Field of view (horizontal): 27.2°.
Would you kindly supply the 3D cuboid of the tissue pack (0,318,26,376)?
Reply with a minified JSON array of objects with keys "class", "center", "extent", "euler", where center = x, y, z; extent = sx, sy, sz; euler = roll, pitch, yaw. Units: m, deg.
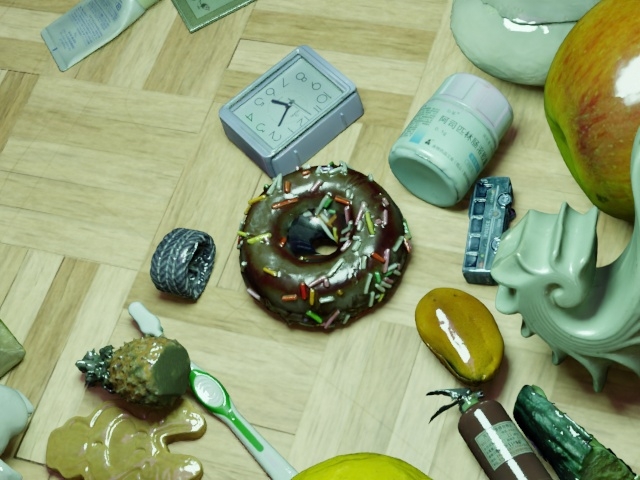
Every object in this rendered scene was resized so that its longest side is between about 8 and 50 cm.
[{"class":"tissue pack","center":[-0.615,0.120,1.998],"extent":[0.200,0.167,0.275],"euler":[-40,58,-14]}]

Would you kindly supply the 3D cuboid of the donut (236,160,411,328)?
[{"class":"donut","center":[0.000,0.000,1.963],"extent":[0.270,0.103,0.269],"euler":[-5,58,8]}]

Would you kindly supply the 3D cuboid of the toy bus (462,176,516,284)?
[{"class":"toy bus","center":[0.247,-0.016,1.945],"extent":[0.065,0.047,0.166],"euler":[1,60,19]}]

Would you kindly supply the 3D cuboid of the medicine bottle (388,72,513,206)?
[{"class":"medicine bottle","center":[0.197,-0.153,1.990],"extent":[0.135,0.135,0.168],"euler":[26,67,26]}]

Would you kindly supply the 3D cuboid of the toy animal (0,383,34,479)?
[{"class":"toy animal","center":[-0.516,0.340,1.852],"extent":[0.208,0.154,0.325],"euler":[20,70,30]}]

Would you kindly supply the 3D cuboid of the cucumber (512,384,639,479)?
[{"class":"cucumber","center":[0.327,0.273,1.722],"extent":[0.086,0.115,0.193],"euler":[-47,54,10]}]

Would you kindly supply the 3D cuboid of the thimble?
[{"class":"thimble","center":[-0.207,0.031,1.997],"extent":[0.066,0.095,0.104],"euler":[12,77,22]}]

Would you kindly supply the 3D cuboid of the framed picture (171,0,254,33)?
[{"class":"framed picture","center":[-0.199,-0.479,2.354],"extent":[0.173,0.010,0.231],"euler":[-29,57,-4]}]

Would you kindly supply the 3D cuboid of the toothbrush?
[{"class":"toothbrush","center":[-0.151,0.225,1.897],"extent":[0.042,0.040,0.418],"euler":[-41,59,-9]}]

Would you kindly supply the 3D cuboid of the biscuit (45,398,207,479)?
[{"class":"biscuit","center":[-0.279,0.294,1.894],"extent":[0.236,0.040,0.144],"euler":[-3,53,9]}]

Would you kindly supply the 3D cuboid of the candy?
[{"class":"candy","center":[0.342,-0.348,2.044],"extent":[0.295,0.185,0.295],"euler":[-2,44,2]}]

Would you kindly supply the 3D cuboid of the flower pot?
[{"class":"flower pot","center":[0.407,0.017,1.685],"extent":[0.367,0.254,0.164],"euler":[-42,12,32]}]

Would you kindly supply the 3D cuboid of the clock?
[{"class":"clock","center":[-0.047,-0.204,2.114],"extent":[0.193,0.073,0.144],"euler":[-40,58,-12]}]

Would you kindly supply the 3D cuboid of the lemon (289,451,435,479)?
[{"class":"lemon","center":[0.026,0.403,1.622],"extent":[0.316,0.285,0.285],"euler":[-19,53,32]}]

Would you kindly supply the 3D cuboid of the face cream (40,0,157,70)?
[{"class":"face cream","center":[-0.383,-0.394,2.327],"extent":[0.224,0.070,0.114],"euler":[-36,57,5]}]

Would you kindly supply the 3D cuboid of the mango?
[{"class":"mango","center":[0.197,0.136,1.846],"extent":[0.105,0.084,0.159],"euler":[-17,62,-22]}]

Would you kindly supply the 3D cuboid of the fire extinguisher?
[{"class":"fire extinguisher","center":[0.224,0.278,1.754],"extent":[0.099,0.071,0.231],"euler":[-25,57,-14]}]

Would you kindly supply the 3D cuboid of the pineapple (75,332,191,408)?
[{"class":"pineapple","center":[-0.277,0.184,1.910],"extent":[0.198,0.108,0.108],"euler":[1,57,41]}]

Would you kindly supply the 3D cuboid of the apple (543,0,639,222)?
[{"class":"apple","center":[0.471,-0.189,1.829],"extent":[0.339,0.339,0.339],"euler":[-6,58,10]}]
